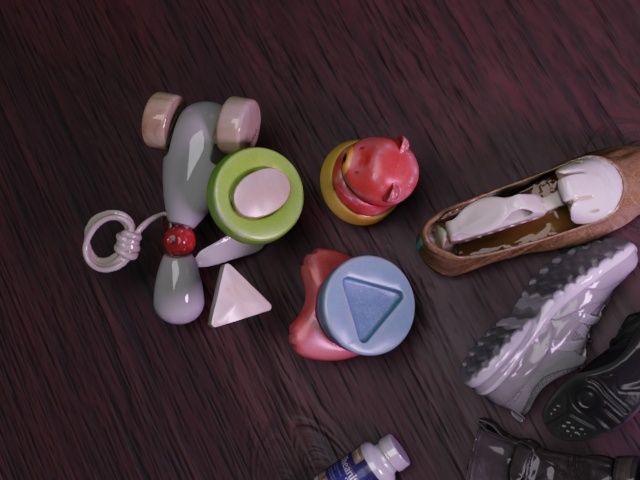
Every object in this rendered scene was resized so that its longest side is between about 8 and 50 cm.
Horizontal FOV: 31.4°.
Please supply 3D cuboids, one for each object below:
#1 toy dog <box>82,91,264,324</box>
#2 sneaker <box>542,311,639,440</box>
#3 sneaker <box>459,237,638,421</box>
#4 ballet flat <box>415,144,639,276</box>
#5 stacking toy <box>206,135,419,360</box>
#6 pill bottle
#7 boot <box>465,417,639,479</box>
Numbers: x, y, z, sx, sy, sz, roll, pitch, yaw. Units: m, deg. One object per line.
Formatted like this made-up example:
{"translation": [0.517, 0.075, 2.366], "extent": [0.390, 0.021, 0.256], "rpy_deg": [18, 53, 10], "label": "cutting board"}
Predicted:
{"translation": [-0.173, -0.063, 1.629], "extent": [0.220, 0.161, 0.333], "rpy_deg": [32, 105, 16], "label": "toy dog"}
{"translation": [0.379, 0.164, 1.424], "extent": [0.227, 0.130, 0.087], "rpy_deg": [-45, 81, 12], "label": "sneaker"}
{"translation": [0.311, 0.111, 1.478], "extent": [0.281, 0.105, 0.115], "rpy_deg": [-44, 105, 0], "label": "sneaker"}
{"translation": [0.282, -0.044, 1.483], "extent": [0.342, 0.124, 0.116], "rpy_deg": [-17, 75, 12], "label": "ballet flat"}
{"translation": [0.000, 0.000, 1.485], "extent": [0.279, 0.130, 0.309], "rpy_deg": [5, 82, -21], "label": "stacking toy"}
{"translation": [0.056, 0.310, 1.512], "extent": [0.120, 0.067, 0.067], "rpy_deg": [-36, 72, 7], "label": "pill bottle"}
{"translation": [0.286, 0.365, 1.436], "extent": [0.229, 0.091, 0.263], "rpy_deg": [3, 88, 27], "label": "boot"}
